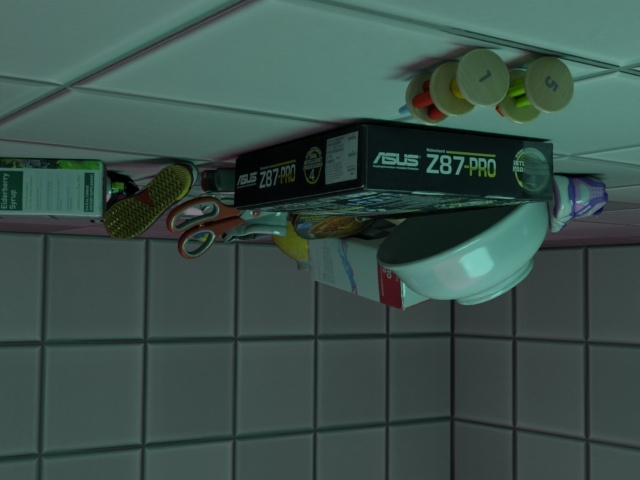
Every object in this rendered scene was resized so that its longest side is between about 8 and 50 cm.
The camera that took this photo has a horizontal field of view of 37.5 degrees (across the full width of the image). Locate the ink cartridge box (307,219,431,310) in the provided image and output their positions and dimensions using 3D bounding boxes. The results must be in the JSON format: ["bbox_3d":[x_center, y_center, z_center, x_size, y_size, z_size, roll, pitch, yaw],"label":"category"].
[{"bbox_3d":[0.148,0.031,2.043,0.226,0.131,0.306,-19,-156,-37],"label":"ink cartridge box"}]

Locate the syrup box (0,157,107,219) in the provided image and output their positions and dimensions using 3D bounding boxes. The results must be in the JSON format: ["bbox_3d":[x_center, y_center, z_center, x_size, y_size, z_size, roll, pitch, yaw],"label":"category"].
[{"bbox_3d":[-0.480,-0.085,1.571,0.237,0.093,0.096,1,177,-6],"label":"syrup box"}]

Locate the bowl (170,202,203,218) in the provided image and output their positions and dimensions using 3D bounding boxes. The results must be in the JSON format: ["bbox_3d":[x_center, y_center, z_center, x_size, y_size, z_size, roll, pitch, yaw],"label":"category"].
[{"bbox_3d":[-0.261,-0.076,2.054,0.142,0.053,0.142,3,175,-19],"label":"bowl"}]

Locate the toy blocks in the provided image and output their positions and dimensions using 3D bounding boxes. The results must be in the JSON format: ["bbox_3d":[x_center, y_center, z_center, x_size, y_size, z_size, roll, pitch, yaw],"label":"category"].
[{"bbox_3d":[0.150,-0.138,0.905,0.123,0.054,0.148,2,176,-21],"label":"toy blocks"}]

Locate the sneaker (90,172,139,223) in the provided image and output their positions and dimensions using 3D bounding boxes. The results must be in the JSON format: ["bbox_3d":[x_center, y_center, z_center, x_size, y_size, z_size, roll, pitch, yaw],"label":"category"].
[{"bbox_3d":[-0.387,-0.077,1.765,0.097,0.084,0.235,0,177,-7],"label":"sneaker"}]

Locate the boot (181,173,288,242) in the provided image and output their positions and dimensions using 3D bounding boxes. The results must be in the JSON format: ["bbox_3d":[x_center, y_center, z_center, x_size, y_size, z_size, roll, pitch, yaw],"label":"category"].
[{"bbox_3d":[-0.184,-0.057,1.735,0.258,0.123,0.095,0,176,13],"label":"boot"}]

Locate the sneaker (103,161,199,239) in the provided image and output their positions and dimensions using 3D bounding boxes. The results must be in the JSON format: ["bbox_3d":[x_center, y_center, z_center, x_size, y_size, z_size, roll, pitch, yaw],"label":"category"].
[{"bbox_3d":[-0.277,-0.064,1.568,0.185,0.069,0.084,-32,-178,19],"label":"sneaker"}]

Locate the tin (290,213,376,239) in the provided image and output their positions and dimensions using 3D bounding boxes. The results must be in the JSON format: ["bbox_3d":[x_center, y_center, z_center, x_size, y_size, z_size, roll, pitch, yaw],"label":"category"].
[{"bbox_3d":[0.029,-0.055,1.938,0.190,0.040,0.106,-5,139,-23],"label":"tin"}]

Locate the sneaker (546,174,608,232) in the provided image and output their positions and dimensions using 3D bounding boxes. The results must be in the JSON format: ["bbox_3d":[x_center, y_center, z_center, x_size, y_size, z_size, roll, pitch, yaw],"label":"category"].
[{"bbox_3d":[0.473,-0.071,1.738,0.105,0.095,0.236,-8,175,7],"label":"sneaker"}]

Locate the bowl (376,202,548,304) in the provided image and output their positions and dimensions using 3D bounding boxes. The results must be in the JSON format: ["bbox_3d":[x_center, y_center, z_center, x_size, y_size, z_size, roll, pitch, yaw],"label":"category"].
[{"bbox_3d":[0.248,0.010,1.512,0.298,0.134,0.298,-29,-166,8],"label":"bowl"}]

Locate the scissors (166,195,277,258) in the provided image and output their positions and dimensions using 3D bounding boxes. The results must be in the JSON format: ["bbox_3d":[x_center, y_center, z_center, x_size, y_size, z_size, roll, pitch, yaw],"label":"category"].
[{"bbox_3d":[-0.128,-0.055,1.637,0.297,0.109,0.021,-23,-147,-25],"label":"scissors"}]

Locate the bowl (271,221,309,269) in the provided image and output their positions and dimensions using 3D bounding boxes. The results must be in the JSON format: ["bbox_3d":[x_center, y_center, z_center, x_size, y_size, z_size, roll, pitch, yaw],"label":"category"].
[{"bbox_3d":[0.000,0.000,2.423,0.289,0.156,0.289,0,177,0],"label":"bowl"}]

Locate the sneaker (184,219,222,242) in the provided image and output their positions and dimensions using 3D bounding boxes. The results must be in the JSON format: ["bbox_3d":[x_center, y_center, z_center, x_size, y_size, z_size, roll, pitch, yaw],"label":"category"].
[{"bbox_3d":[-0.281,-0.056,2.304,0.240,0.091,0.126,-2,157,43],"label":"sneaker"}]

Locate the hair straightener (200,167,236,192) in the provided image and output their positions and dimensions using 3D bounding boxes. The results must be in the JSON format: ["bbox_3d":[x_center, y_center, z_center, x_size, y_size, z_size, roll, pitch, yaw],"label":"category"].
[{"bbox_3d":[-0.087,-0.101,1.626,0.230,0.047,0.089,3,176,-38],"label":"hair straightener"}]

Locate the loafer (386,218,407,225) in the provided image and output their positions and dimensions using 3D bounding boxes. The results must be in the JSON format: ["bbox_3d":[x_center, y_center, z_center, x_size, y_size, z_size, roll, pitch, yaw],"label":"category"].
[{"bbox_3d":[0.143,-0.068,1.761,0.269,0.092,0.102,1,177,-8],"label":"loafer"}]

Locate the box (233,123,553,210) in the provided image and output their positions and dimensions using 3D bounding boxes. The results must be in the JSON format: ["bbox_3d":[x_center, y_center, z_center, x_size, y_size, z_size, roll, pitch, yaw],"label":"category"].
[{"bbox_3d":[0.094,-0.090,1.397,0.318,0.097,0.395,4,175,-28],"label":"box"}]

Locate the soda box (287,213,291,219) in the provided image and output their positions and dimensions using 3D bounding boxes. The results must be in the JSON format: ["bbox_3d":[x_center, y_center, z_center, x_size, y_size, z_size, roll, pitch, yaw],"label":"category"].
[{"bbox_3d":[-0.001,-0.070,1.997,0.183,0.063,0.058,2,176,-30],"label":"soda box"}]
